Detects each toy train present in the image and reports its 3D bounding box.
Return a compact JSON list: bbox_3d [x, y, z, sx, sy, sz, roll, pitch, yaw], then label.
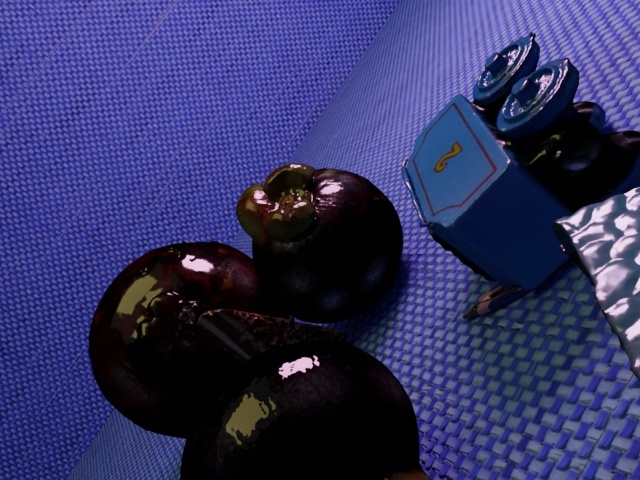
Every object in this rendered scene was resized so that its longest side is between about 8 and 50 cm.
[{"bbox_3d":[0.244,-0.098,0.868,0.265,0.188,0.300,-47,19,20],"label":"toy train"}]

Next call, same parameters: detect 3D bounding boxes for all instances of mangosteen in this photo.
[{"bbox_3d":[-0.006,0.259,0.735,0.275,0.275,0.302,-49,42,12],"label":"mangosteen"},{"bbox_3d":[-0.221,0.195,1.321,0.380,0.421,0.381,-11,67,27],"label":"mangosteen"},{"bbox_3d":[0.000,0.000,1.185,0.288,0.288,0.288,-48,16,18],"label":"mangosteen"}]

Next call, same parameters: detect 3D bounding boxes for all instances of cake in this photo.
[{"bbox_3d":[-0.072,0.152,1.131,0.112,0.246,0.135,-31,23,49],"label":"cake"}]

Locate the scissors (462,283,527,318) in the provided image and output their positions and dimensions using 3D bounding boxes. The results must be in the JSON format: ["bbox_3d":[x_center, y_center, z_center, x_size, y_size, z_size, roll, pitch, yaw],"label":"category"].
[{"bbox_3d":[0.224,0.072,0.871,0.113,0.012,0.039,-39,20,40],"label":"scissors"}]

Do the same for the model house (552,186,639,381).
[{"bbox_3d":[0.300,0.059,0.384,0.241,0.226,0.261,-31,26,19],"label":"model house"}]
